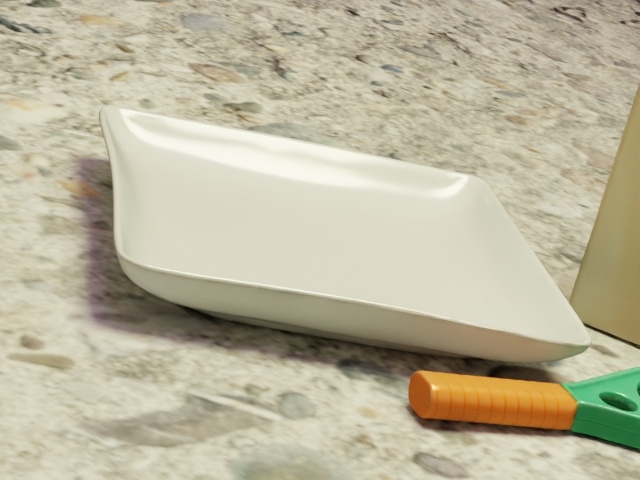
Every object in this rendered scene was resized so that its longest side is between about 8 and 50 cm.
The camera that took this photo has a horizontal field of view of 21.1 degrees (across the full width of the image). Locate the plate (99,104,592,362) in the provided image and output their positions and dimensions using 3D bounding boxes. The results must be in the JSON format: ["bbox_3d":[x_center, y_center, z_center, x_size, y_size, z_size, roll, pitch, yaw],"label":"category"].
[{"bbox_3d":[0.000,0.000,1.060,0.277,0.045,0.278,11,20,-14],"label":"plate"}]

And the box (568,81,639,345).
[{"bbox_3d":[0.274,-0.085,1.093,0.121,0.311,0.148,22,21,20],"label":"box"}]

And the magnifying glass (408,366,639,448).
[{"bbox_3d":[0.156,0.093,0.952,0.231,0.026,0.092,5,22,-24],"label":"magnifying glass"}]
